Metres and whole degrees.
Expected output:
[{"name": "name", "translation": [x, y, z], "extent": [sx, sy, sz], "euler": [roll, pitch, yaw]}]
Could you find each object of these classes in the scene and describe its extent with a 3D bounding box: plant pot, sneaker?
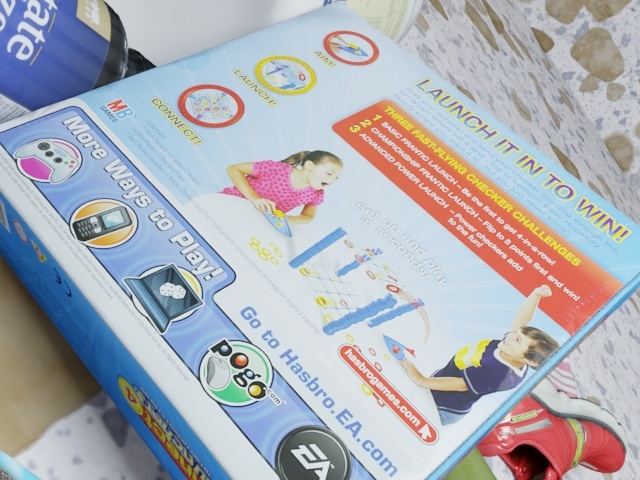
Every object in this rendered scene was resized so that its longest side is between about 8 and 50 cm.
[{"name": "plant pot", "translation": [0.132, 0.228, 0.658], "extent": [0.083, 0.083, 0.079], "euler": [27, 31, -38]}, {"name": "sneaker", "translation": [0.257, 0.238, 0.816], "extent": [0.279, 0.107, 0.119], "euler": [29, 60, -32]}]

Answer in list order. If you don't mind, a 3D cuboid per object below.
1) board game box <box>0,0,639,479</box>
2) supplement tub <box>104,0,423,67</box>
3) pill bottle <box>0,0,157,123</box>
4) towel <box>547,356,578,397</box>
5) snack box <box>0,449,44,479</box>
[{"name": "board game box", "translation": [0.000, 0.000, 0.444], "extent": [0.301, 0.086, 0.308], "euler": [-30, 63, -32]}, {"name": "supplement tub", "translation": [-0.039, -0.266, 0.704], "extent": [0.235, 0.235, 0.325], "euler": [57, 32, 1]}, {"name": "pill bottle", "translation": [-0.205, -0.130, 0.453], "extent": [0.219, 0.122, 0.123], "euler": [32, 37, -54]}, {"name": "towel", "translation": [0.320, 0.170, 0.997], "extent": [0.144, 0.029, 0.197], "euler": [36, 37, -31]}, {"name": "snack box", "translation": [-0.230, 0.181, 0.219], "extent": [0.187, 0.060, 0.322], "euler": [45, 34, -18]}]
